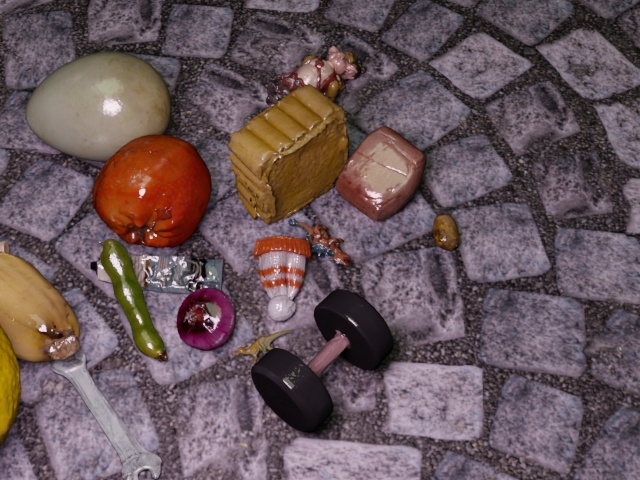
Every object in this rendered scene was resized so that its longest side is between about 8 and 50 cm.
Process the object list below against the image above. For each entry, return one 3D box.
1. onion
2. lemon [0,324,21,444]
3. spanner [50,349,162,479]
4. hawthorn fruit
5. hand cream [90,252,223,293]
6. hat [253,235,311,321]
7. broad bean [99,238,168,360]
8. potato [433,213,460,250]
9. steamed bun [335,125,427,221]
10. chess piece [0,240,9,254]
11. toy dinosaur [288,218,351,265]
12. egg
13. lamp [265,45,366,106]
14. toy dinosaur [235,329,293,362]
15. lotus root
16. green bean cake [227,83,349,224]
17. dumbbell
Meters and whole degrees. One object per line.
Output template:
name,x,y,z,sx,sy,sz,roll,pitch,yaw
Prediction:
onion,-0.208,0.139,1.636,0.115,0.104,0.115,-5,79,27
lemon,-0.641,0.242,1.410,0.349,0.350,0.387,-17,54,-13
spanner,-0.370,0.298,1.574,0.071,0.017,0.302,-31,63,-21
hawthorn fruit,-0.304,-0.114,1.751,0.211,0.211,0.299,17,47,10
hand cream,-0.309,0.060,1.726,0.248,0.052,0.075,6,79,-5
hat,-0.074,0.074,1.706,0.112,0.093,0.162,-2,74,9
broad bean,-0.340,0.111,1.657,0.052,0.053,0.256,-16,73,-37
potato,0.245,-0.016,1.788,0.051,0.040,0.083,14,48,-20
steamed bun,0.126,-0.127,1.826,0.145,0.106,0.175,38,77,15
chess piece,-0.644,0.022,1.744,0.092,0.035,0.035,-6,56,-1
toy dinosaur,0.000,0.000,1.764,0.154,0.049,0.055,35,102,20
egg,-0.445,-0.265,1.832,0.295,0.218,0.218,-4,56,8
lamp,0.002,-0.344,1.960,0.253,0.118,0.118,-30,62,-18
toy dinosaur,-0.098,0.189,1.648,0.113,0.026,0.041,-21,41,-4
lotus root,-0.540,0.117,1.624,0.303,0.131,0.146,36,39,20
green bean cake,-0.063,-0.164,1.772,0.229,0.224,0.131,-36,64,-19
dumbbell,0.005,0.205,1.566,0.152,0.152,0.218,38,63,21
